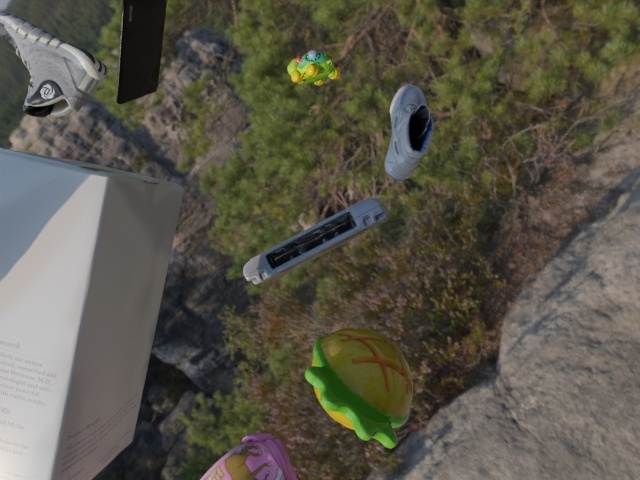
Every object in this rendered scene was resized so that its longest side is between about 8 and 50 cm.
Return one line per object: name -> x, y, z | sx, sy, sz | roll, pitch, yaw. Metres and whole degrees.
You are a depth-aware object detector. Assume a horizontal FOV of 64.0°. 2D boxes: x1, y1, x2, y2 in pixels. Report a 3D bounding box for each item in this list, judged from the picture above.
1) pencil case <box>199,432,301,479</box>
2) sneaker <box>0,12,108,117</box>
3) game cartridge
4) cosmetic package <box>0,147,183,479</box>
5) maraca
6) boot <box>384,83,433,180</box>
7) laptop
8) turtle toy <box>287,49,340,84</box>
pencil case -> -0.014, 0.419, 0.615 | 0.167, 0.160, 0.386 | -32, 48, -23
sneaker -> -0.469, -0.276, 0.837 | 0.228, 0.086, 0.132 | 27, 89, 17
game cartridge -> 0.000, 0.000, 1.054 | 0.297, 0.062, 0.198 | -27, 0, 10
cosmetic package -> -0.308, 0.095, 0.629 | 0.217, 0.156, 0.385 | -9, -69, -85
maraca -> 0.041, 0.151, 0.539 | 0.099, 0.127, 0.185 | -56, -8, 10
boot -> 0.208, -0.262, 1.118 | 0.123, 0.095, 0.258 | 129, 154, -63
laptop -> -0.451, -0.485, 1.222 | 0.264, 0.136, 0.234 | 48, 132, 36
turtle toy -> -0.023, -0.388, 1.152 | 0.130, 0.095, 0.066 | -4, 95, 45
